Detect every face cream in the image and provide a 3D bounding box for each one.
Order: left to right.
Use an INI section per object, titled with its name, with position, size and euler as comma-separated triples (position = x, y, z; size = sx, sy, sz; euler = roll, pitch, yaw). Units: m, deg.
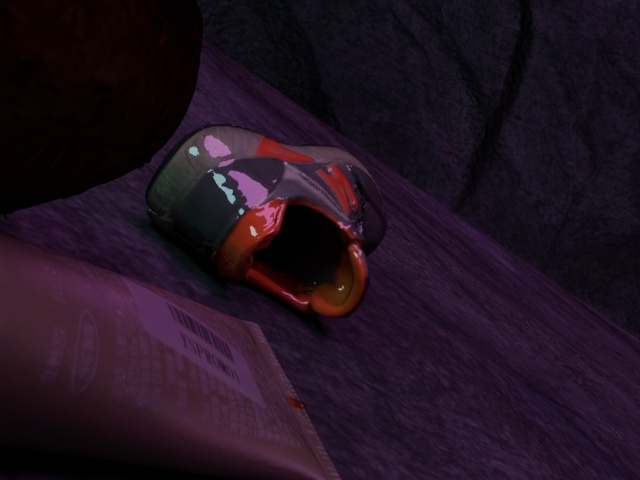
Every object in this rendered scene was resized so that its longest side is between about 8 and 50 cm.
[face cream]
position = -0.100, 0.062, 0.433
size = 0.341, 0.084, 0.137
euler = 28, 25, -55

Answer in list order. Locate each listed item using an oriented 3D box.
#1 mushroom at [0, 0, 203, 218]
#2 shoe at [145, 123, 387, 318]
[mushroom]
position = -0.219, -0.113, 0.402
size = 0.345, 0.239, 0.345
euler = 11, 28, -6
[shoe]
position = 0.000, 0.000, 0.819
size = 0.171, 0.132, 0.336
euler = 48, 19, 28
